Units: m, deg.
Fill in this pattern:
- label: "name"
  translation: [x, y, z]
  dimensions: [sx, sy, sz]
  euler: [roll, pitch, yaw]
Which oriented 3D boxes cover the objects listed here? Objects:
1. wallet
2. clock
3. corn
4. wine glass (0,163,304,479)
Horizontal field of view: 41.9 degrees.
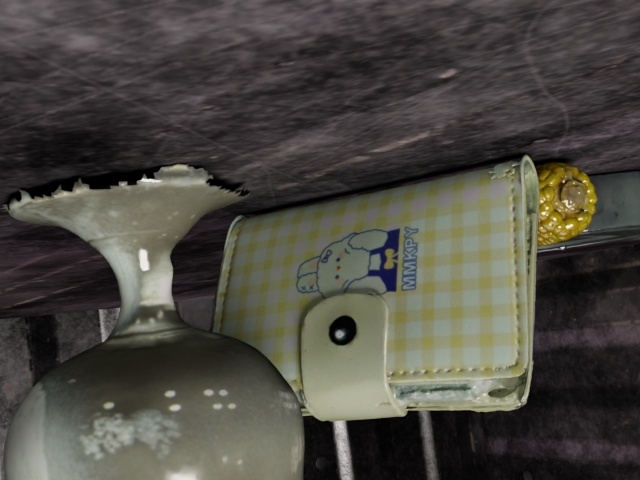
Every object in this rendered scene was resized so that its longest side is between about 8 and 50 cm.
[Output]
- label: "wallet"
  translation: [0.042, 0.049, 0.756]
  dimensions: [0.309, 0.223, 0.077]
  euler: [-10, 147, 31]
- label: "clock"
  translation: [0.296, -0.025, 1.047]
  dimensions: [0.319, 0.066, 0.319]
  euler: [-8, 175, -1]
- label: "corn"
  translation: [0.182, -0.026, 0.844]
  dimensions: [0.080, 0.080, 0.231]
  euler: [-5, 176, -24]
- label: "wine glass"
  translation: [-0.129, 0.118, 0.650]
  dimensions: [0.238, 0.323, 0.238]
  euler: [-5, 174, 0]
